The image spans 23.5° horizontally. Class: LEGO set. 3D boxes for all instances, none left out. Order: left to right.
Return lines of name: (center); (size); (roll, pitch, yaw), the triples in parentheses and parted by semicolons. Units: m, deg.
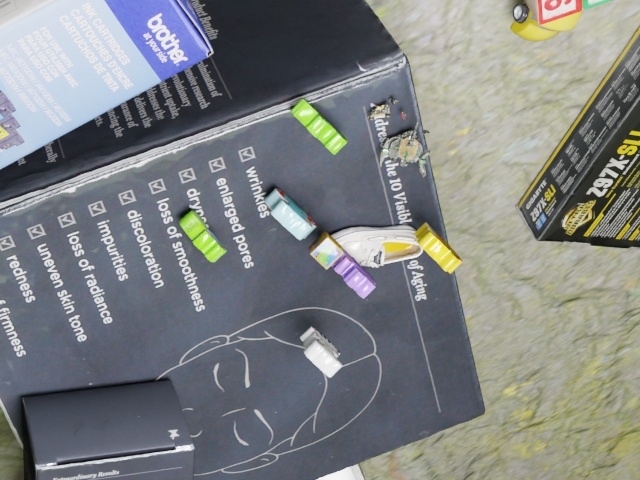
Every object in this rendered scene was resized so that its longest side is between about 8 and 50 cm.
LEGO set: (0.074, -0.095, 1.422); (0.054, 0.023, 0.083); (-19, 114, -9)

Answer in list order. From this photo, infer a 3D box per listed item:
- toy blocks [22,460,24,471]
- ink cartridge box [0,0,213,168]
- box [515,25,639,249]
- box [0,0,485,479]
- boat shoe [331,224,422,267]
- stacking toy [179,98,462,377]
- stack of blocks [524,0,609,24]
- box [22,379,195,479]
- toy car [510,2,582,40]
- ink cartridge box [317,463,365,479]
toy blocks: (-0.360, 0.419, 2.032); (0.309, 0.289, 0.260); (-2, 131, -30)
ink cartridge box: (-0.273, -0.226, 1.350); (0.395, 0.270, 0.151); (-28, 143, 5)
box: (0.443, -0.124, 2.001); (0.257, 0.079, 0.322); (5, 133, -30)
box: (-0.122, 0.018, 1.619); (0.471, 0.297, 0.480); (-19, 127, -4)
boat shoe: (0.050, 0.009, 1.472); (0.100, 0.035, 0.035); (-5, 125, -17)
stacking toy: (0.000, 0.000, 1.423); (0.167, 0.052, 0.221); (-43, 106, 8)
stack of blocks: (0.181, -0.364, 1.406); (0.087, 0.297, 0.171); (-19, 141, -3)
box: (-0.208, 0.252, 1.500); (0.153, 0.108, 0.207); (-4, 124, -17)
toy car: (0.309, -0.319, 1.655); (0.225, 0.053, 0.239); (-20, 143, -5)
ink cartridge box: (-0.066, 0.306, 2.061); (0.223, 0.129, 0.307); (-22, 180, -2)
